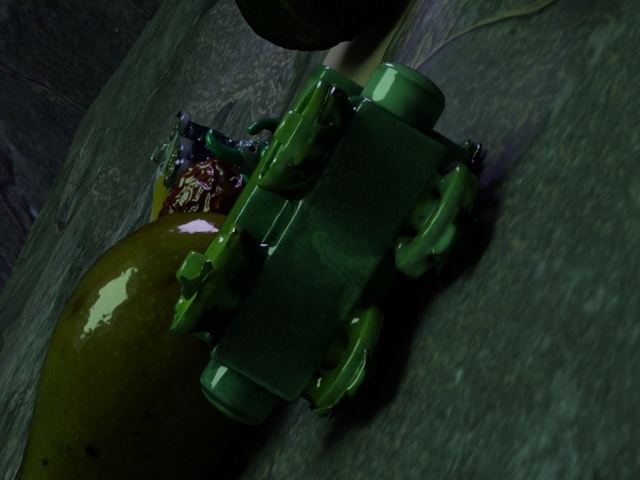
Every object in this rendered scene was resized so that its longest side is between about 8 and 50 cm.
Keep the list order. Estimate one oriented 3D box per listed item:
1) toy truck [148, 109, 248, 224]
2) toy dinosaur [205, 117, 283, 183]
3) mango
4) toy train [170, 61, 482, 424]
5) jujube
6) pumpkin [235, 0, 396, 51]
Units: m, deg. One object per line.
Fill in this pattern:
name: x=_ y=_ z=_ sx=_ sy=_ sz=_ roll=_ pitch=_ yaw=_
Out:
toy truck: x=-0.146 y=-0.054 z=1.895 sx=0.114 sy=0.098 sz=0.227 roll=-61 pitch=14 yaw=21
toy dinosaur: x=-0.051 y=-0.080 z=1.600 sx=0.059 sy=0.132 sz=0.096 roll=-45 pitch=43 yaw=43
mango: x=-0.142 y=0.130 z=1.360 sx=0.175 sy=0.176 sz=0.329 roll=-88 pitch=16 yaw=-74
toy train: x=0.000 y=0.000 z=1.176 sx=0.272 sy=0.159 sz=0.188 roll=-59 pitch=8 yaw=5
jujube: x=-0.120 y=-0.003 z=1.706 sx=0.112 sy=0.109 sz=0.176 roll=-22 pitch=-28 yaw=-46
pumpkin: x=0.010 y=-0.291 z=1.722 sx=0.223 sy=0.157 sz=0.224 roll=-36 pitch=25 yaw=20
